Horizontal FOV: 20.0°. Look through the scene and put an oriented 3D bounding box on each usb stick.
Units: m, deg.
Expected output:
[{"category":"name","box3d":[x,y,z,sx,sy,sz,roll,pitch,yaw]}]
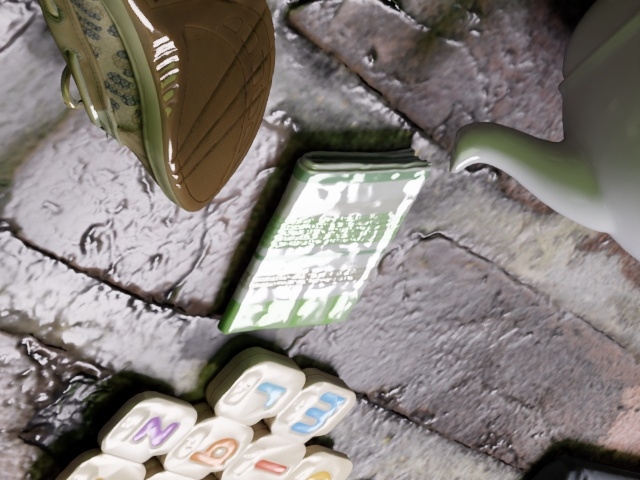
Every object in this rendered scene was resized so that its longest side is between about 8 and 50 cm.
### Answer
[{"category":"usb stick","box3d":[0.285,0.252,1.747,0.077,0.045,0.278,-49,144,17]}]

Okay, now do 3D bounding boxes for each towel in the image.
[{"category":"towel","box3d":[0.000,0.000,1.224,0.113,0.023,0.152,-2,134,-38]}]

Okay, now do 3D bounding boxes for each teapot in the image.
[{"category":"teapot","box3d":[0.250,-0.118,1.181,0.252,0.187,0.256,-43,177,41]}]

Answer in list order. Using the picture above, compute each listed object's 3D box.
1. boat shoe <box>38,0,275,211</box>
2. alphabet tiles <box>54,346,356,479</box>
[{"category":"boat shoe","box3d":[-0.094,-0.121,0.953,0.104,0.089,0.285,-54,155,-25]},{"category":"alphabet tiles","box3d":[-0.103,0.194,1.348,0.284,0.021,0.278,-47,144,13]}]
